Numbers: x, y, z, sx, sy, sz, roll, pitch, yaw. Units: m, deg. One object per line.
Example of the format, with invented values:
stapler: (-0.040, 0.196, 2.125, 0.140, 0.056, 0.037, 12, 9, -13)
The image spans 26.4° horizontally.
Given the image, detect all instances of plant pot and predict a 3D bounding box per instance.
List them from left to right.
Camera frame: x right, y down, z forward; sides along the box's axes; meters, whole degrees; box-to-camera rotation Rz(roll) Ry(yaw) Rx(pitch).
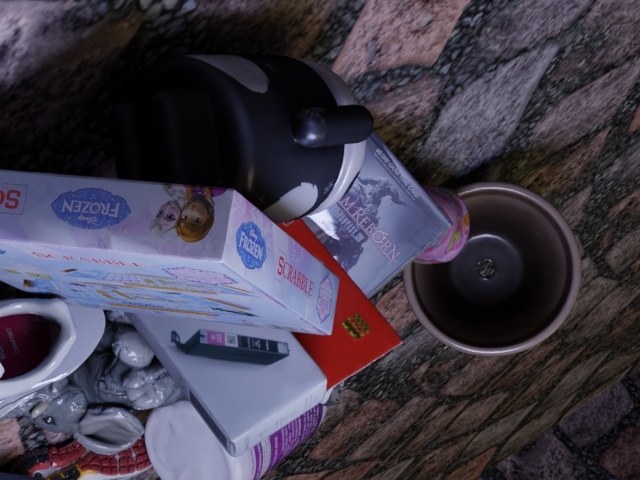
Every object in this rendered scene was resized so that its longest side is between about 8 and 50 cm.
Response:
plant pot: (0.262, 0.042, 2.111, 0.263, 0.263, 0.229, -41, 176, 5)

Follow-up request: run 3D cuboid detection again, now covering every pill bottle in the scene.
pill bottle: (-0.096, 0.236, 1.938, 0.301, 0.169, 0.169, -32, 160, -49)

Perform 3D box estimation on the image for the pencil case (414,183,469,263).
pencil case: (0.104, -0.035, 1.833, 0.124, 0.124, 0.284, -46, 157, 15)

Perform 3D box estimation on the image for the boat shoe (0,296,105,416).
boat shoe: (-0.355, 0.148, 1.491, 0.267, 0.096, 0.088, -41, -173, -13)

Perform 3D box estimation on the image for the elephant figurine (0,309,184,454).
elephant figurine: (-0.273, 0.171, 1.619, 0.239, 0.186, 0.169, -36, -164, 18)

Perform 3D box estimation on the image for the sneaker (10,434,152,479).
sneaker: (-0.329, 0.312, 1.872, 0.225, 0.088, 0.093, -11, 150, -34)

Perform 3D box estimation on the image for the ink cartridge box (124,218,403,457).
ink cartridge box: (-0.078, 0.067, 1.519, 0.239, 0.275, 0.060, -32, 157, -19)

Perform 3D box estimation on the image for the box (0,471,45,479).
box: (-0.427, 0.408, 1.740, 0.108, 0.153, 0.207, 11, 141, -18)

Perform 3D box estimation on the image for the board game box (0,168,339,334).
board game box: (-0.177, 0.013, 1.261, 0.318, 0.318, 0.066, 43, 54, -69)

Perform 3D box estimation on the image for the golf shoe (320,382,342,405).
golf shoe: (-0.030, 0.138, 1.882, 0.093, 0.198, 0.077, -12, 174, -29)

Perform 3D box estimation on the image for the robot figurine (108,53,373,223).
robot figurine: (-0.076, -0.094, 1.341, 0.278, 0.209, 0.174, -9, 129, -51)

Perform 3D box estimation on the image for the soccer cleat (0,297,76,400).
soccer cleat: (-0.388, 0.132, 1.324, 0.331, 0.116, 0.143, -26, 180, -32)

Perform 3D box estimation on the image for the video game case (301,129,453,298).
video game case: (0.000, 0.000, 1.672, 0.274, 0.196, 0.026, -41, -160, 5)
